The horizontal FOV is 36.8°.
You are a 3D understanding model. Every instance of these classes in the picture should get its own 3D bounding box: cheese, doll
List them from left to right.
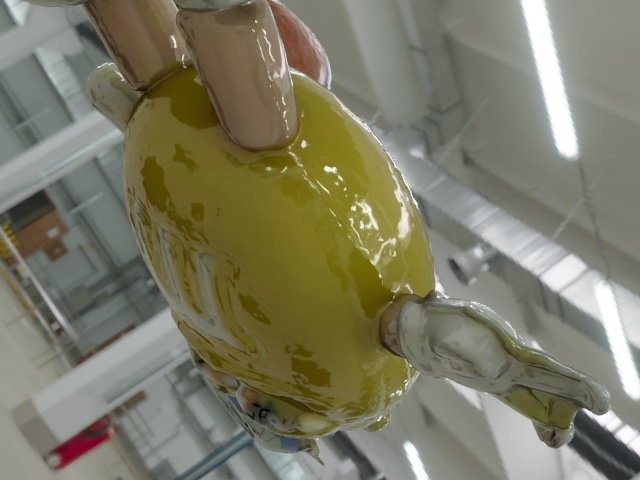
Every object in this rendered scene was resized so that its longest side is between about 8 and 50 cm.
[{"bbox_3d":[-0.076,0.105,0.887,0.270,0.069,0.177,58,-17,-22],"label":"cheese"},{"bbox_3d":[-0.023,-0.029,0.530,0.423,0.161,0.348,55,-21,-14],"label":"doll"}]

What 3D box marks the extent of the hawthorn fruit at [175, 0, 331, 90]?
[{"bbox_3d":[-0.110,-0.189,1.152,0.235,0.231,0.263,14,-9,36],"label":"hawthorn fruit"}]
